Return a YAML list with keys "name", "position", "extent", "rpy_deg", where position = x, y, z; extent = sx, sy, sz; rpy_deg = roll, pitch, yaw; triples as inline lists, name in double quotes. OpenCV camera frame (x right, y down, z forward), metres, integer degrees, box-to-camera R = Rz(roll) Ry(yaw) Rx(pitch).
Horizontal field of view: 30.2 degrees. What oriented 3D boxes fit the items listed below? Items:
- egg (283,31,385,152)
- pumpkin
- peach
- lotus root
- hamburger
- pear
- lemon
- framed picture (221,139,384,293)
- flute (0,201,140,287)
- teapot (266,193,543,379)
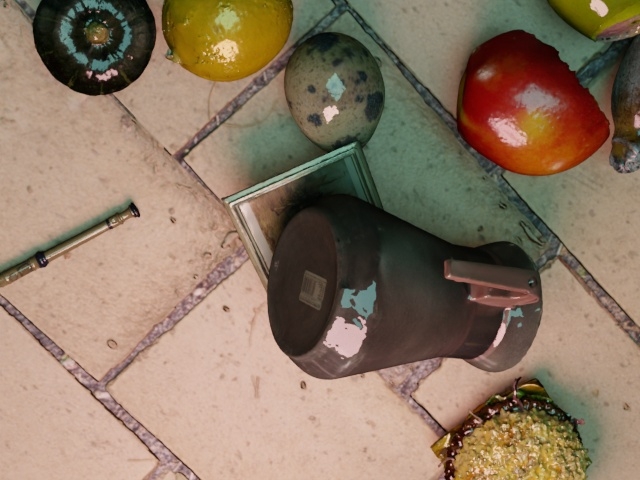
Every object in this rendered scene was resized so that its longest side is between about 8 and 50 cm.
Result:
- name: "egg"
  position: [0.022, -0.206, 1.682]
  extent: [0.141, 0.141, 0.182]
  rpy_deg: [-16, 113, -3]
- name: "pumpkin"
  position: [-0.310, -0.282, 1.626]
  extent: [0.167, 0.125, 0.167]
  rpy_deg: [-3, 122, -4]
- name: "peach"
  position: [0.310, -0.196, 1.695]
  extent: [0.226, 0.190, 0.196]
  rpy_deg: [9, 57, -2]
- name: "lotus root"
  position: [0.514, -0.247, 1.739]
  extent: [0.158, 0.140, 0.322]
  rpy_deg: [25, 106, -37]
- name: "hamburger"
  position: [0.307, 0.346, 1.843]
  extent: [0.243, 0.139, 0.262]
  rpy_deg: [-37, 106, 3]
- name: "pear"
  position: [0.400, -0.399, 1.670]
  extent: [0.187, 0.187, 0.220]
  rpy_deg: [-13, 81, -4]
- name: "lemon"
  position: [-0.124, -0.309, 1.619]
  extent: [0.206, 0.173, 0.173]
  rpy_deg: [-32, 105, 5]
- name: "framed picture"
  position: [0.000, 0.000, 1.733]
  extent: [0.217, 0.017, 0.274]
  rpy_deg: [-25, 128, -1]
- name: "flute"
  position: [-0.372, 0.009, 1.736]
  extent: [0.233, 0.027, 0.027]
  rpy_deg: [-28, 105, -1]
- name: "teapot"
  position: [0.131, 0.071, 1.652]
  extent: [0.344, 0.300, 0.253]
  rpy_deg: [7, 76, -30]
